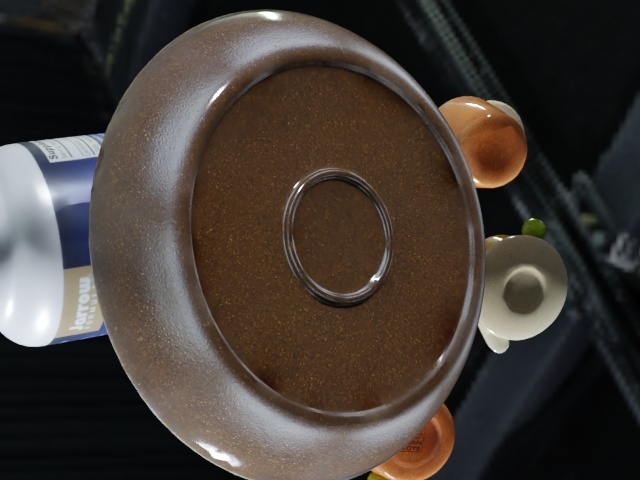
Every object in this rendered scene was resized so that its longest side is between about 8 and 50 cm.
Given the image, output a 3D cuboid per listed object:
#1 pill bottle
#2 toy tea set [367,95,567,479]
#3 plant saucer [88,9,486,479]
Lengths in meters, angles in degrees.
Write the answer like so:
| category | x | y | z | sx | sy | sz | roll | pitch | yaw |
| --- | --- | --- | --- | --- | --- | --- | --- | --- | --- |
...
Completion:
| category | x | y | z | sx | sy | sz | roll | pitch | yaw |
| --- | --- | --- | --- | --- | --- | --- | --- | --- | --- |
| pill bottle | -0.175 | -0.003 | 1.140 | 0.153 | 0.264 | 0.153 | 28 | -58 | 56 |
| toy tea set | 0.074 | 0.042 | 1.233 | 0.336 | 0.200 | 0.124 | -52 | -159 | -4 |
| plant saucer | 0.000 | 0.000 | 0.962 | 0.050 | 0.310 | 0.311 | -13 | -107 | 53 |
